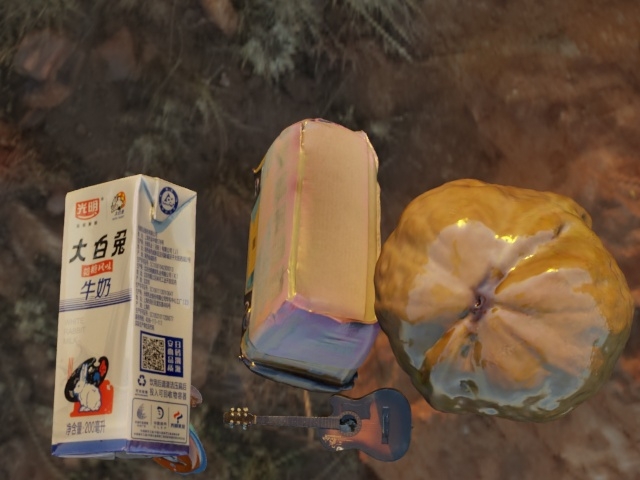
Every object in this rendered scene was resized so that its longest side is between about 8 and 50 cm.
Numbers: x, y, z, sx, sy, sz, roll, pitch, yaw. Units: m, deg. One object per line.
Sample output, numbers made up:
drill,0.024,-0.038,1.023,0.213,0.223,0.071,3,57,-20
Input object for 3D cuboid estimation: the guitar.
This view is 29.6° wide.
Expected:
guitar,-0.003,0.221,1.481,0.233,0.025,0.088,1,90,5

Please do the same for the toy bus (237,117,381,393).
toy bus,0.000,0.000,1.646,0.171,0.386,0.162,19,137,-20

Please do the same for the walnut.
walnut,0.221,0.073,1.461,0.306,0.344,0.306,-2,81,13

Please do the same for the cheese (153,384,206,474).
cheese,-0.205,0.259,1.690,0.106,0.037,0.256,20,142,11

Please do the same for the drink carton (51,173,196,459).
drink carton,-0.222,0.090,1.392,0.130,0.315,0.106,-10,162,35
